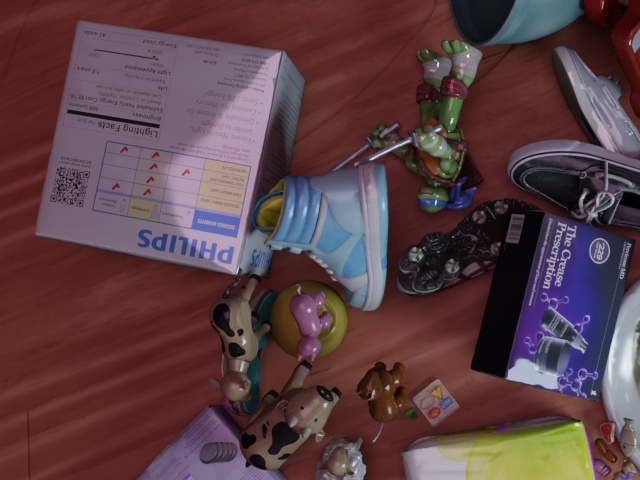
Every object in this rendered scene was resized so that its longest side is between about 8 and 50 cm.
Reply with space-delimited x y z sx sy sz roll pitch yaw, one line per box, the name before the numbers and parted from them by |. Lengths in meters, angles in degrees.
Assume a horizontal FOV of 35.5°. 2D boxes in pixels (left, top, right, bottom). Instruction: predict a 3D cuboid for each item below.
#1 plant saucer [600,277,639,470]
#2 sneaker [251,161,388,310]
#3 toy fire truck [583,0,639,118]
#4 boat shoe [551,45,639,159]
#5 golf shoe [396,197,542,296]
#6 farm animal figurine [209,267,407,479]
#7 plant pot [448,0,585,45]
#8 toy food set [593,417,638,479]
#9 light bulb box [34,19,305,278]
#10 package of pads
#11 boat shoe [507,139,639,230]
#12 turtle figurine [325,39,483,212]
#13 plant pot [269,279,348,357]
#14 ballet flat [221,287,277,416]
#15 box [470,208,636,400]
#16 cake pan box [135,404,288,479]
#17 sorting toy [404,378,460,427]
plant saucer | 0.616 0.211 1.485 0.400 0.100 0.400 6 99 45
sneaker | 0.000 0.000 1.572 0.208 0.319 0.127 -2 49 0
toy fire truck | 0.558 -0.358 1.532 0.169 0.254 0.302 33 81 41
boat shoe | 0.456 -0.224 1.626 0.081 0.079 0.227 -28 86 0
golf shoe | 0.243 0.013 1.631 0.273 0.120 0.105 -20 74 -14
farm animal figurine | -0.050 0.245 1.549 0.330 0.172 0.326 28 126 8
plant pot | 0.348 -0.451 1.580 0.196 0.293 0.293 0 84 -15
toy food set | 0.460 0.339 1.571 0.078 0.019 0.122 -3 92 45
light bulb box | -0.240 -0.143 1.668 0.358 0.225 0.361 11 87 11
package of pads | 0.290 0.405 1.578 0.297 0.101 0.229 -12 83 9
boat shoe | 0.444 -0.070 1.575 0.306 0.113 0.105 16 48 2
turtle figurine | 0.145 -0.194 1.617 0.275 0.198 0.266 13 82 9
plant pot | -0.013 0.130 1.645 0.134 0.095 0.134 1 85 -9
ballet flat | -0.131 0.186 1.700 0.079 0.077 0.221 7 86 32
box | 0.363 0.099 1.554 0.184 0.103 0.261 15 87 -26
cake pan box | -0.189 0.454 1.682 0.246 0.070 0.267 44 93 14
sorting toy | 0.181 0.278 1.656 0.083 0.012 0.062 -39 79 4
